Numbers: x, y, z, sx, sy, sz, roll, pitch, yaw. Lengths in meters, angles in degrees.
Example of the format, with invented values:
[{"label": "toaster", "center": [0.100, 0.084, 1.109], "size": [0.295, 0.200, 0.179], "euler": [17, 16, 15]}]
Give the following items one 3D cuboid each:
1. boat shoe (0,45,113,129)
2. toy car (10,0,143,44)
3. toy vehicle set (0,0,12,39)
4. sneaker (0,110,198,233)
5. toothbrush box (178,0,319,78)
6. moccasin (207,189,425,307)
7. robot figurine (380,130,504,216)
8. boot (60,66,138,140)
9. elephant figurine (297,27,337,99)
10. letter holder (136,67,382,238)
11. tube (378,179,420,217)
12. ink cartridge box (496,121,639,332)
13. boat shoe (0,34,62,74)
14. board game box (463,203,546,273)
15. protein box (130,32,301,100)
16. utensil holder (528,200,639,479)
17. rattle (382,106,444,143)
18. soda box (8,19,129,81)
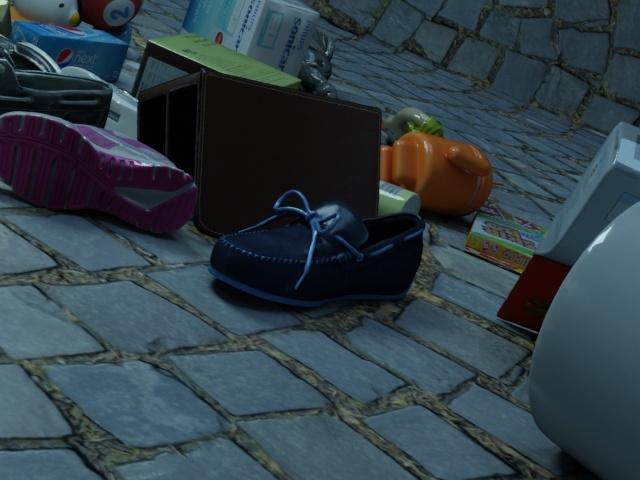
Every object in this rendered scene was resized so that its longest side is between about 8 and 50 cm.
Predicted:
[{"label": "boat shoe", "center": [-0.418, -0.190, 1.532], "size": [0.335, 0.119, 0.121], "euler": [7, 22, -41]}, {"label": "toy car", "center": [-0.454, -0.422, 2.185], "size": [0.210, 0.219, 0.238], "euler": [25, 46, 9]}, {"label": "toy vehicle set", "center": [-0.609, -0.371, 1.882], "size": [0.267, 0.035, 0.166], "euler": [19, -12, -8]}, {"label": "sneaker", "center": [-0.274, -0.085, 1.443], "size": [0.252, 0.103, 0.111], "euler": [22, 11, -23]}, {"label": "toothbrush box", "center": [-0.148, -0.385, 2.322], "size": [0.126, 0.216, 0.295], "euler": [9, 21, -34]}, {"label": "moccasin", "center": [0.000, 0.000, 1.460], "size": [0.138, 0.117, 0.342], "euler": [32, 19, 30]}, {"label": "robot figurine", "center": [0.197, -0.108, 2.033], "size": [0.219, 0.158, 0.128], "euler": [10, 36, -34]}, {"label": "boot", "center": [-0.300, -0.190, 1.797], "size": [0.190, 0.069, 0.086], "euler": [37, 14, 20]}, {"label": "elephant figurine", "center": [-0.043, -0.382, 2.613], "size": [0.239, 0.186, 0.169], "euler": [33, -26, 2]}, {"label": "letter holder", "center": [-0.078, -0.084, 1.624], "size": [0.302, 0.214, 0.152], "euler": [7, -10, -39]}, {"label": "tube", "center": [0.041, -0.084, 1.899], "size": [0.240, 0.062, 0.070], "euler": [25, -28, 27]}, {"label": "ink cartridge box", "center": [0.412, 0.063, 1.474], "size": [0.308, 0.385, 0.091], "euler": [21, 48, -2]}, {"label": "boat shoe", "center": [-0.468, -0.254, 1.769], "size": [0.233, 0.084, 0.079], "euler": [29, 34, 21]}, {"label": "board game box", "center": [0.305, -0.002, 2.003], "size": [0.124, 0.039, 0.259], "euler": [23, 19, 5]}, {"label": "protein box", "center": [-0.167, -0.219, 1.912], "size": [0.201, 0.136, 0.200], "euler": [25, 17, 8]}, {"label": "utensil holder", "center": [0.436, 0.161, 1.152], "size": [0.327, 0.327, 0.385], "euler": [4, 22, -46]}, {"label": "rattle", "center": [0.140, -0.179, 2.360], "size": [0.199, 0.143, 0.130], "euler": [17, -24, 47]}, {"label": "soda box", "center": [-0.412, -0.307, 1.996], "size": [0.067, 0.071, 0.210], "euler": [30, 19, 26]}]
